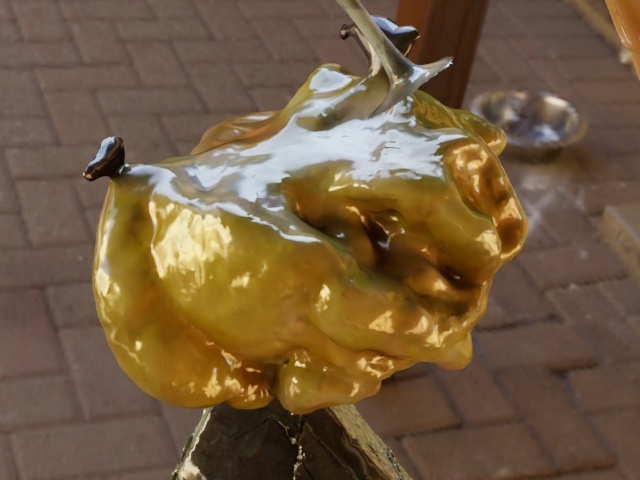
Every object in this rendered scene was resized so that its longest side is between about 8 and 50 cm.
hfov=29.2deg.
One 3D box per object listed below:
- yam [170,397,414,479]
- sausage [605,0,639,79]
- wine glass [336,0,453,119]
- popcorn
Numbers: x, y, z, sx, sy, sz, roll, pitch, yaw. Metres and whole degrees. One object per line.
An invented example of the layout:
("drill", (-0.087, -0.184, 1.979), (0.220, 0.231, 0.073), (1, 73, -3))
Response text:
("yam", (-0.002, 0.244, 0.967), (0.201, 0.202, 0.271), (-18, 68, -28))
("sausage", (0.338, -0.217, 1.117), (0.136, 0.241, 0.120), (-24, 14, 6))
("wine glass", (-0.007, -0.163, 0.684), (0.198, 0.066, 0.066), (52, 40, -8))
("popcorn", (0.000, 0.000, 0.936), (0.315, 0.281, 0.297), (-15, 32, 16))
